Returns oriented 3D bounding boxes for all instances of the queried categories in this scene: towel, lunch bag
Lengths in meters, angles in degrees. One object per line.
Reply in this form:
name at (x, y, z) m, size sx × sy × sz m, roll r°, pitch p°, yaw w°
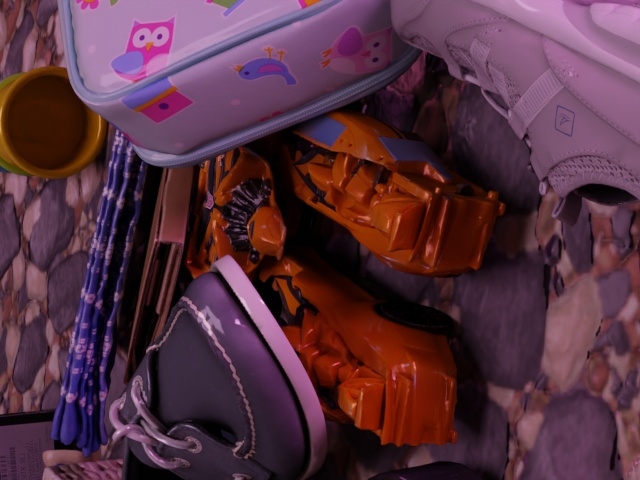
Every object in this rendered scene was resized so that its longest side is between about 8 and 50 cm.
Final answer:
towel at (-0.135, -0.036, 1.256) m, size 0.243 × 0.040 × 0.336 m, roll -99°, pitch 22°, yaw -74°
lunch bag at (-0.057, -0.191, 1.031) m, size 0.224 × 0.108 × 0.279 m, roll -24°, pitch 53°, yaw 21°

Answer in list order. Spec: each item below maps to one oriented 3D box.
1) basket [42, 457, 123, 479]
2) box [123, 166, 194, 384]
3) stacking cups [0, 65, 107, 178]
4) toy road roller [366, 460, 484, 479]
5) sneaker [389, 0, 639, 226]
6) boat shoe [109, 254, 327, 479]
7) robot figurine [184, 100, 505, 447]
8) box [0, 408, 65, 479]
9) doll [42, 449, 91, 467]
basket at (-0.149, 0.247, 1.253) m, size 0.113 × 0.103 × 0.167 m, roll 26°, pitch 108°, yaw 58°
box at (-0.105, -0.025, 1.196) m, size 0.164 × 0.021 × 0.201 m, roll 109°, pitch 168°, yaw -49°
stacking cups at (-0.288, -0.110, 1.572) m, size 0.316 × 0.096 × 0.096 m, roll 10°, pitch 96°, yaw 64°
toy road roller at (-0.008, 0.288, 0.907) m, size 0.241 × 0.202 × 0.329 m, roll 60°, pitch 136°, yaw 30°
sneaker at (0.112, -0.068, 0.820) m, size 0.281 × 0.105 × 0.115 m, roll 35°, pitch 116°, yaw 57°
boat shoe at (-0.070, 0.116, 1.022) m, size 0.116 × 0.099 × 0.319 m, roll 57°, pitch 161°, yaw 19°
robot figurine at (0.000, 0.000, 1.033) m, size 0.291 × 0.085 × 0.211 m, roll 33°, pitch 116°, yaw 58°
box at (-0.307, 0.285, 1.538) m, size 0.322 × 0.079 × 0.257 m, roll -12°, pitch 84°, yaw 60°
doll at (-0.202, 0.266, 1.354) m, size 0.129 × 0.046 × 0.189 m, roll 64°, pitch -153°, yaw -57°
